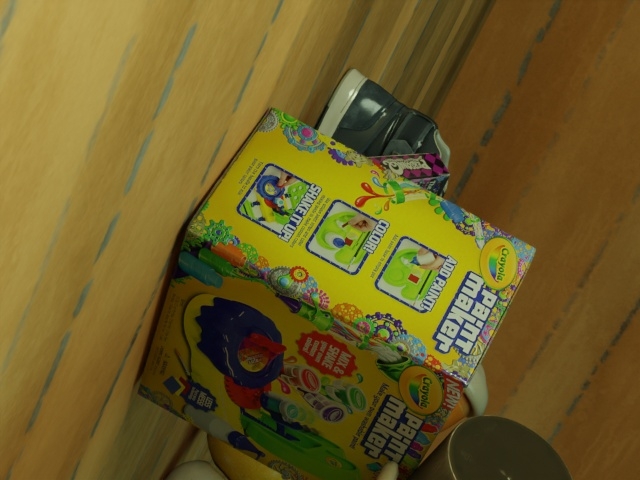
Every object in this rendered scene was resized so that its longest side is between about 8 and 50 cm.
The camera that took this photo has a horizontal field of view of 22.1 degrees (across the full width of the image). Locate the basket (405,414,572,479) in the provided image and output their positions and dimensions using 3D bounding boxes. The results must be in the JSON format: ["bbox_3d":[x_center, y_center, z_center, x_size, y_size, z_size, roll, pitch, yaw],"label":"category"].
[{"bbox_3d":[0.120,0.273,1.478,0.204,0.154,0.227,-20,152,-45],"label":"basket"}]

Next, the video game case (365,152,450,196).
[{"bbox_3d":[0.006,0.004,1.759,0.210,0.042,0.232,-5,140,-28],"label":"video game case"}]

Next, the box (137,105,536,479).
[{"bbox_3d":[0.008,0.078,1.547,0.177,0.279,0.290,-58,174,-37],"label":"box"}]

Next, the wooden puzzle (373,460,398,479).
[{"bbox_3d":[-0.107,0.258,1.369,0.322,0.348,0.080,26,56,-84],"label":"wooden puzzle"}]

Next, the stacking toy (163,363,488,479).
[{"bbox_3d":[-0.034,0.256,2.291,0.480,0.350,0.350,-44,172,-9],"label":"stacking toy"}]

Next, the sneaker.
[{"bbox_3d":[0.050,-0.058,1.861,0.226,0.163,0.086,-61,176,18],"label":"sneaker"}]
